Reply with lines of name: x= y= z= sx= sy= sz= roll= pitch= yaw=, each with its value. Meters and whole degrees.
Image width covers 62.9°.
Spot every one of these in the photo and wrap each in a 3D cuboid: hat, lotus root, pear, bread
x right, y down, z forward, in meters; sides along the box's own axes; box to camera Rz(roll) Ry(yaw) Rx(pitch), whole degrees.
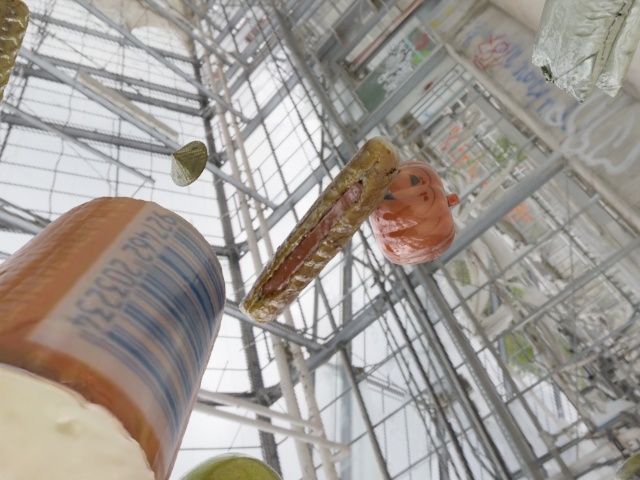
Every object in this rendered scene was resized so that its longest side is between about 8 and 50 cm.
hat: x=-0.392 y=-0.231 z=1.474 sx=0.067 sy=0.146 sz=0.146 roll=30 pitch=-154 yaw=-52
lotus root: x=0.618 y=0.418 z=0.942 sx=0.089 sy=0.179 sz=0.080 roll=60 pitch=-161 yaw=20
pear: x=-0.198 y=0.593 z=1.118 sx=0.294 sy=0.294 sz=0.294 roll=40 pitch=-159 yaw=-19
bread: x=-0.749 y=-0.377 z=1.181 sx=0.084 sy=0.368 sz=0.077 roll=28 pitch=-169 yaw=11

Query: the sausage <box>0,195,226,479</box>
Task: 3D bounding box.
sausage: x=-0.222 y=0.110 z=0.495 sx=0.233 sy=0.233 sz=0.287 roll=40 pitch=-161 yaw=-18

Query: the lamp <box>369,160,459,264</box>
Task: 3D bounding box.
lamp: x=0.169 y=-0.052 z=0.945 sx=0.187 sy=0.163 sz=0.188 roll=-16 pitch=-90 yaw=-76

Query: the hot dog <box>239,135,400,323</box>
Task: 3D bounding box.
hot dog: x=-0.002 y=-0.003 z=0.641 sx=0.061 sy=0.286 sz=0.088 roll=42 pitch=-157 yaw=4

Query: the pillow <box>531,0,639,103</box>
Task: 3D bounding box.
pillow: x=0.294 y=-0.258 z=0.561 sx=0.077 sy=0.181 sz=0.134 roll=-3 pitch=-142 yaw=-14
